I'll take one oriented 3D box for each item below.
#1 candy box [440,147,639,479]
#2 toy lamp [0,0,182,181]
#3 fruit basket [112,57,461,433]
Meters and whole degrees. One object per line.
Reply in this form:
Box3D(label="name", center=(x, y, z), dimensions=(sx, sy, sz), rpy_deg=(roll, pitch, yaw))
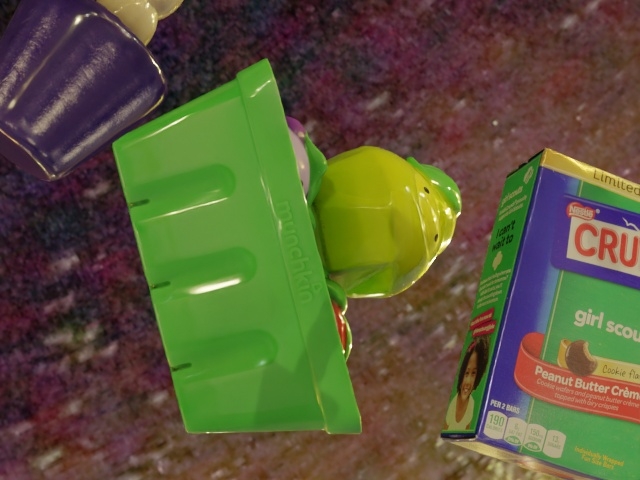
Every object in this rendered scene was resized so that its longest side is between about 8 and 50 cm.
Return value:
Box3D(label="candy box", center=(0.302, 0.099, 1.000), dimensions=(0.268, 0.317, 0.122), rpy_deg=(19, 163, -9))
Box3D(label="toy lamp", center=(-0.062, -0.146, 0.444), dimensions=(0.275, 0.080, 0.080), rpy_deg=(-57, 158, -18))
Box3D(label="fruit basket", center=(0.000, 0.000, 0.980), dimensions=(0.392, 0.392, 0.283), rpy_deg=(-33, -176, -5))
